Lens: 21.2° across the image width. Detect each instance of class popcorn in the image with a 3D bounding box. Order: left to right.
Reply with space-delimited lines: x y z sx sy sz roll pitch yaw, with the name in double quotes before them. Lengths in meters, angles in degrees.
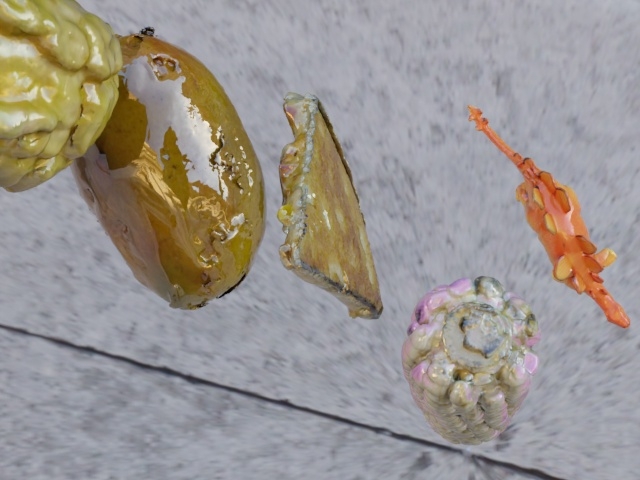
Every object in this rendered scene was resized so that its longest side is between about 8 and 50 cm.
"popcorn" -0.270 -0.144 1.290 0.250 0.250 0.190 8 74 6

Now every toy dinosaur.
"toy dinosaur" 0.244 -0.022 1.771 0.070 0.117 0.288 -33 100 6

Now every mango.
"mango" -0.139 -0.058 1.473 0.156 0.151 0.248 -12 105 32

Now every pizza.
"pizza" 0.000 0.000 1.245 0.036 0.176 0.184 -13 115 19

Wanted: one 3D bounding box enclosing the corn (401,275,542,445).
"corn" 0.135 0.122 1.592 0.127 0.335 0.126 0 74 1
